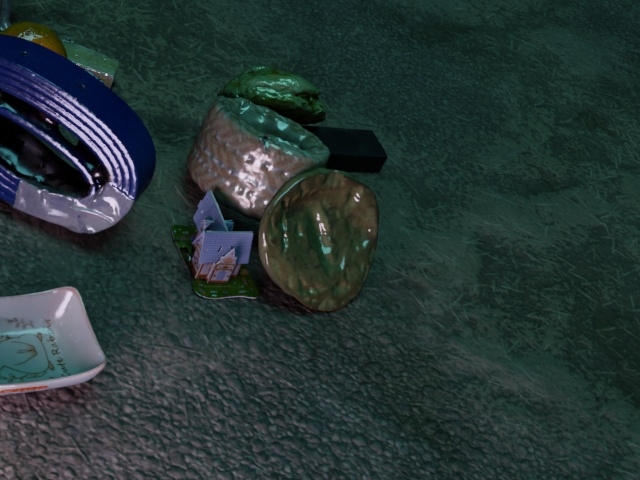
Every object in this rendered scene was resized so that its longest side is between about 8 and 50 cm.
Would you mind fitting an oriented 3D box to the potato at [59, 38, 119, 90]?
[{"bbox_3d":[-0.416,-0.298,2.126,0.122,0.061,0.086,18,36,-12],"label":"potato"}]

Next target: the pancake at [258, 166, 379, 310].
[{"bbox_3d":[0.000,0.000,1.930,0.242,0.242,0.050,-7,6,-36],"label":"pancake"}]

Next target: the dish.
[{"bbox_3d":[-0.404,0.144,1.593,0.212,0.077,0.151,-4,48,-33],"label":"dish"}]

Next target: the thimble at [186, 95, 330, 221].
[{"bbox_3d":[-0.101,-0.134,2.007,0.196,0.148,0.229,10,25,-39],"label":"thimble"}]

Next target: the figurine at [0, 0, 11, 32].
[{"bbox_3d":[-0.596,-0.408,2.070,0.186,0.176,0.287,27,17,38],"label":"figurine"}]

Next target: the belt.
[{"bbox_3d":[-0.417,-0.160,1.814,0.347,0.212,0.117,35,23,-7],"label":"belt"}]

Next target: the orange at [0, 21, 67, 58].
[{"bbox_3d":[-0.491,-0.296,2.024,0.135,0.117,0.136,1,88,-36],"label":"orange"}]

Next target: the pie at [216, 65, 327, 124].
[{"bbox_3d":[-0.082,-0.264,2.189,0.201,0.090,0.248,12,2,-12],"label":"pie"}]

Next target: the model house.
[{"bbox_3d":[-0.155,0.002,1.896,0.117,0.088,0.167,2,43,-27],"label":"model house"}]

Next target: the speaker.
[{"bbox_3d":[0.012,-0.168,2.231,0.218,0.044,0.082,1,44,-30],"label":"speaker"}]
